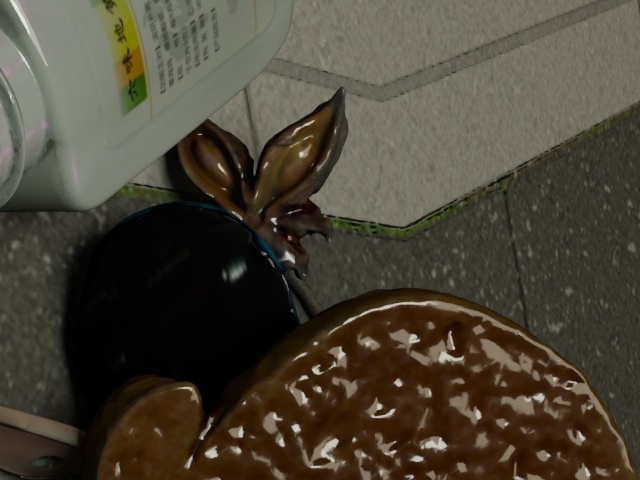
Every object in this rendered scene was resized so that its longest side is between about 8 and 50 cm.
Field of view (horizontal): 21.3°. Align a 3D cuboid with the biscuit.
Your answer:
[{"bbox_3d":[0.001,0.207,0.973,0.394,0.070,0.350,-45,104,-8],"label":"biscuit"}]

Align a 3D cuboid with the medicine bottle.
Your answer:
[{"bbox_3d":[-0.143,-0.122,0.961,0.324,0.124,0.179,-48,131,-49],"label":"medicine bottle"}]

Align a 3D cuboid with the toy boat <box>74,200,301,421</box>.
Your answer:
[{"bbox_3d":[-0.062,0.122,1.047,0.092,0.134,0.299,-124,-161,-86],"label":"toy boat"}]

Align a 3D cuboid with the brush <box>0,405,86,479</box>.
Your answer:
[{"bbox_3d":[-0.224,0.058,0.863,0.313,0.072,0.067,31,45,-47],"label":"brush"}]

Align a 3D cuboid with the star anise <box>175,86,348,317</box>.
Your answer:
[{"bbox_3d":[0.000,0.000,1.160,0.218,0.148,0.227,52,2,16],"label":"star anise"}]
